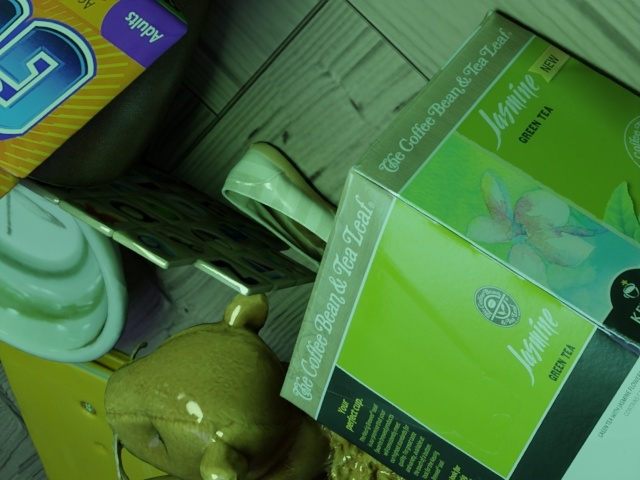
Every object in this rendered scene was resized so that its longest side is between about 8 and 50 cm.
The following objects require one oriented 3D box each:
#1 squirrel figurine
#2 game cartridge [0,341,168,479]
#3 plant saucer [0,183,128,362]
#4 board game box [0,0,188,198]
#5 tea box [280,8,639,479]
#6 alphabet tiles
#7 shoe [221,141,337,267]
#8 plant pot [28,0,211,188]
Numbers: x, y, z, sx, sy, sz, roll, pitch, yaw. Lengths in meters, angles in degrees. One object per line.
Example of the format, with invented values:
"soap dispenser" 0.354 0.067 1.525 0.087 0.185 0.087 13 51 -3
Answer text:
"squirrel figurine" -0.011 0.194 1.570 0.397 0.281 0.370 5 152 17
"game cartridge" -0.265 0.247 2.110 0.285 0.052 0.323 21 144 26
"plant saucer" -0.350 -0.043 1.817 0.400 0.100 0.400 26 143 22
"board game box" -0.391 -0.224 1.213 0.356 0.356 0.356 56 -168 31
"tea box" 0.175 0.059 1.317 0.323 0.220 0.329 33 145 10
"alphabet tiles" -0.174 -0.039 1.545 0.342 0.285 0.011 29 103 16
"shoe" 0.000 0.000 1.563 0.219 0.058 0.076 41 146 0
"plant pot" -0.187 -0.198 1.421 0.215 0.215 0.230 43 128 -3
